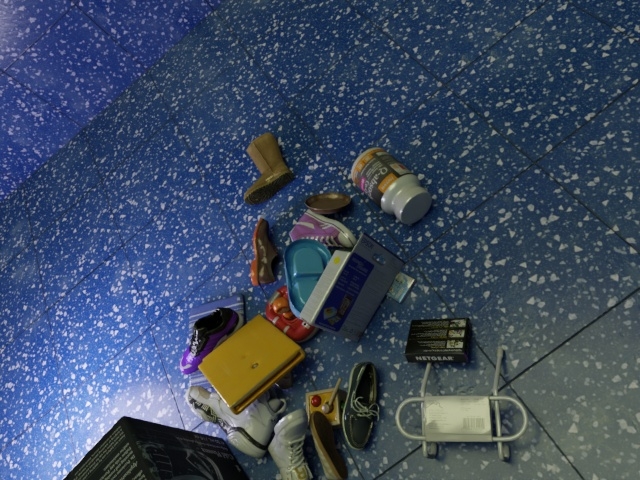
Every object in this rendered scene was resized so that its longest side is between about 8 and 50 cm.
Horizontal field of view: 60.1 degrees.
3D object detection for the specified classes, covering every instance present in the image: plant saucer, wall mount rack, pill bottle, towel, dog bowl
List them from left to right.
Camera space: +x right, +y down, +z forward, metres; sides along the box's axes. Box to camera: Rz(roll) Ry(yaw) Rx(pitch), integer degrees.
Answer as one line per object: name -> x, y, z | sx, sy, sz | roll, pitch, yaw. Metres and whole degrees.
towel -> -0.381, 0.375, 2.051 | 0.244, 0.040, 0.335 | -18, 59, 19
dog bowl -> -0.038, 0.136, 1.844 | 0.166, 0.074, 0.297 | -1, 58, -15
plant saucer -> 0.027, -0.134, 2.023 | 0.169, 0.029, 0.168 | -3, 25, 1
pill bottle -> 0.242, -0.187, 1.893 | 0.162, 0.162, 0.278 | -44, 52, 3
wall mount rack -> 0.388, 0.439, 1.512 | 0.351, 0.130, 0.303 | -9, 65, 27

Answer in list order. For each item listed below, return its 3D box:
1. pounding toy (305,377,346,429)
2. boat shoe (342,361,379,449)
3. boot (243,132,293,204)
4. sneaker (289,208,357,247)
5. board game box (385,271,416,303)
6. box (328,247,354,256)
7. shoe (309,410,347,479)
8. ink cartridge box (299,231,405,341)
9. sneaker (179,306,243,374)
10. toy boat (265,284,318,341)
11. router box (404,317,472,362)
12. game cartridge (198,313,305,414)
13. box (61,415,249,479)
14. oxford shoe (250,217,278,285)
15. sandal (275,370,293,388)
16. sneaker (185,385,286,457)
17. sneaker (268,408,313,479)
pounding toy -> 0.027, 0.505, 1.697 | 0.141, 0.100, 0.130 | -17, 59, 22
boat shoe -> 0.128, 0.488, 1.647 | 0.079, 0.095, 0.254 | 133, 153, -59
boot -> -0.249, -0.296, 2.289 | 0.236, 0.089, 0.269 | -31, 53, 1
sneaker -> 0.000, 0.001, 1.965 | 0.161, 0.102, 0.282 | -47, 40, -15
board game box -> 0.251, 0.148, 1.802 | 0.090, 0.020, 0.090 | 29, 83, 37
box -> 0.065, 0.110, 1.915 | 0.233, 0.044, 0.159 | -5, 63, 28
shoe -> 0.009, 0.605, 1.623 | 0.058, 0.077, 0.218 | -21, 93, 33
ink cartridge box -> 0.103, 0.144, 1.694 | 0.072, 0.304, 0.307 | 26, 86, 37
sneaker -> -0.421, 0.345, 1.972 | 0.293, 0.146, 0.102 | -48, 55, -2
toy boat -> -0.107, 0.239, 1.881 | 0.231, 0.151, 0.151 | 33, 85, 38
router box -> 0.346, 0.293, 1.627 | 0.179, 0.046, 0.133 | -7, 39, 28
game cartridge -> -0.236, 0.397, 1.829 | 0.285, 0.052, 0.324 | -38, 28, -17
box -> -0.396, 0.796, 1.553 | 0.297, 0.480, 0.472 | -47, 52, 1
oxford shoe -> -0.202, 0.041, 2.093 | 0.099, 0.097, 0.271 | -3, 67, 7
sandal -> -0.143, 0.419, 1.873 | 0.072, 0.049, 0.180 | -29, 55, 15
sneaker -> -0.277, 0.537, 1.843 | 0.366, 0.137, 0.210 | 27, 79, 33
sneaker -> -0.066, 0.621, 1.617 | 0.108, 0.292, 0.169 | -14, 53, -26
